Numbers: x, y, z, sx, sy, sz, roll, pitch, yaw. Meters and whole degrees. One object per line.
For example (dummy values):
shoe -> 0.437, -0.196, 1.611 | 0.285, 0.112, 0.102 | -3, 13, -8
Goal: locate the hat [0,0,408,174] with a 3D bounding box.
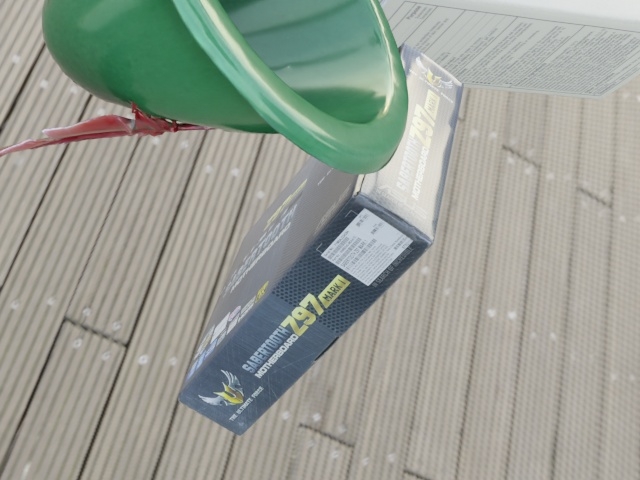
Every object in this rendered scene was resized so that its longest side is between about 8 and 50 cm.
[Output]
hat -> -0.091, -0.074, 0.434 | 0.208, 0.184, 0.173 | 21, 49, -53

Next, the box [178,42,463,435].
box -> 0.000, 0.000, 0.689 | 0.059, 0.232, 0.183 | 33, 39, -11

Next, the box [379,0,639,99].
box -> 0.156, -0.216, 0.887 | 0.311, 0.148, 0.121 | 1, 70, -27
